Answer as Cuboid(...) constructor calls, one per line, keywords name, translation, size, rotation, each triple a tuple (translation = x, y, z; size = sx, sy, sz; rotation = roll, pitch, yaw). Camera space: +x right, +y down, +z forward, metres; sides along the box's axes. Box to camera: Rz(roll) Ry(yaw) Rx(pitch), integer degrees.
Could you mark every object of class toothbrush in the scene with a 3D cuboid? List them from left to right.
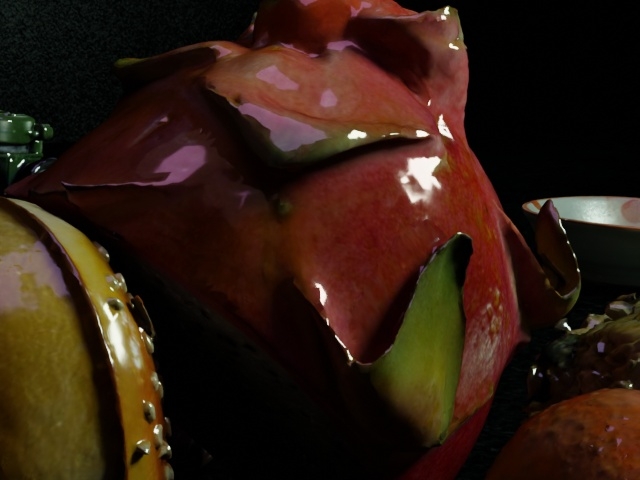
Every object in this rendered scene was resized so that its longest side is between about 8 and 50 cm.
Cuboid(name="toothbrush", translation=(-0.081, 0.126, 0.882), size=(0.041, 0.040, 0.364), rotation=(1, 10, 2))

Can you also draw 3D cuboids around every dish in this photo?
Cuboid(name="dish", translation=(0.365, 0.006, 1.461), size=(0.260, 0.085, 0.260), rotation=(2, 9, 0))

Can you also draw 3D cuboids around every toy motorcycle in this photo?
Cuboid(name="toy motorcycle", translation=(-0.395, -0.038, 1.329), size=(0.127, 0.205, 0.275), rotation=(11, 9, 39))

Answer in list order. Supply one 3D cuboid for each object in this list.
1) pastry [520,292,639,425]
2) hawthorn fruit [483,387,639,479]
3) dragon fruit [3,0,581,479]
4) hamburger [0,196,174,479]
Cuboid(name="pastry", translation=(0.251, 0.086, 0.706), size=(0.275, 0.192, 0.275), rotation=(-1, 12, 0))
Cuboid(name="hawthorn fruit", translation=(0.120, 0.158, 0.449), size=(0.165, 0.165, 0.285), rotation=(4, 16, 17))
Cuboid(name="dragon fruit", translation=(0.000, 0.000, 0.701), size=(0.305, 0.305, 0.225), rotation=(13, 54, 48))
Cuboid(name="hamburger", translation=(-0.160, 0.088, 0.580), size=(0.237, 0.236, 0.147), rotation=(9, 6, 37))
